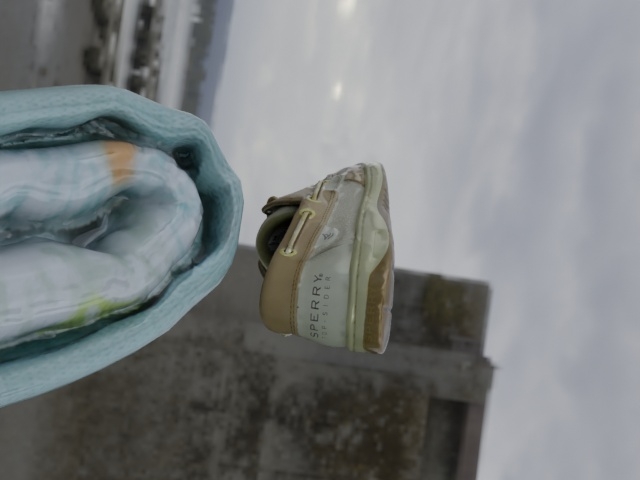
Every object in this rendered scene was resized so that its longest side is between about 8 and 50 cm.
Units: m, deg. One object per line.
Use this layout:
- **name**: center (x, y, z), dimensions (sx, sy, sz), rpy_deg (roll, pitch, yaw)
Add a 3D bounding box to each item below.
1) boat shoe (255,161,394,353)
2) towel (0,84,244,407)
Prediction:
- **boat shoe**: center (0.000, 0.000, 0.457), dimensions (0.135, 0.045, 0.050), rpy_deg (-93, -172, -77)
- **towel**: center (-0.255, 0.044, 0.402), dimensions (0.320, 0.374, 0.090), rpy_deg (-14, -91, 49)
